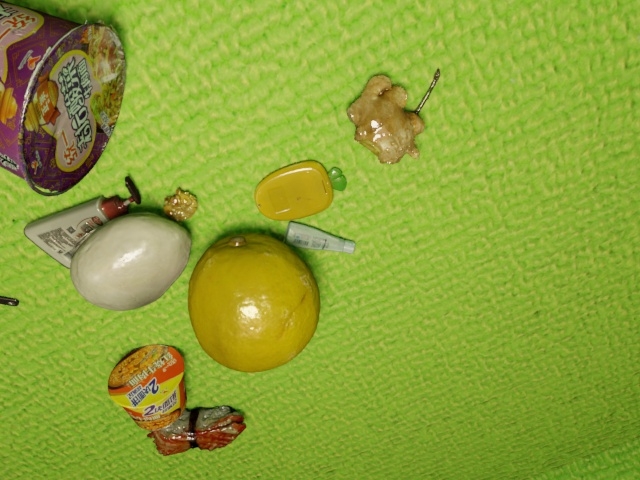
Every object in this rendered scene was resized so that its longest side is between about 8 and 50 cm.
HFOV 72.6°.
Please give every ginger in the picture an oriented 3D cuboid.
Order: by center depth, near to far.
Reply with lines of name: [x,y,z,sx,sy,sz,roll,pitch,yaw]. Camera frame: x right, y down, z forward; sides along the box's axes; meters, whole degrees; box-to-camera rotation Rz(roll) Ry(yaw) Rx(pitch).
ginger: [0.157,-0.260,1.003,0.216,0.102,0.157,41,84,-22]

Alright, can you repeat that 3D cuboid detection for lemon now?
lemon: [-0.163,0.149,1.076,0.348,0.348,0.347,-3,120,-5]

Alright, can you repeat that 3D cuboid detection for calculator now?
calculator: [-0.050,-0.123,1.096,0.235,0.032,0.146,-17,121,5]

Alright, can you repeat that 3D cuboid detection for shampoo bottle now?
shampoo bottle: [-0.550,-0.050,1.061,0.284,0.071,0.153,-30,122,8]
shampoo bottle: [0.000,0.000,1.169,0.191,0.041,0.069,12,113,-14]

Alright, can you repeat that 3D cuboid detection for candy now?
candy: [-0.437,0.060,1.037,0.296,0.185,0.295,-26,164,-8]

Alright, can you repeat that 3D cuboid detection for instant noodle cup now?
instant noodle cup: [-0.562,-0.287,0.799,0.266,0.340,0.339,23,115,-6]
instant noodle cup: [-0.493,0.443,1.289,0.213,0.213,0.174,-4,129,-4]

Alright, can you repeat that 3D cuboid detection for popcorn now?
popcorn: [-0.343,-0.086,1.070,0.082,0.057,0.083,-3,118,-6]

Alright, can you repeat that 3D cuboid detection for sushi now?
sushi: [-0.414,0.624,1.444,0.332,0.130,0.124,-5,116,-10]

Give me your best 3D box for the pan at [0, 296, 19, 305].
pan: [-0.933,0.146,1.152,0.235,0.028,0.136,15,118,-15]

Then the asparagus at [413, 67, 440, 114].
asparagus: [0.249,-0.343,1.014,0.015,0.014,0.114,12,119,-32]
